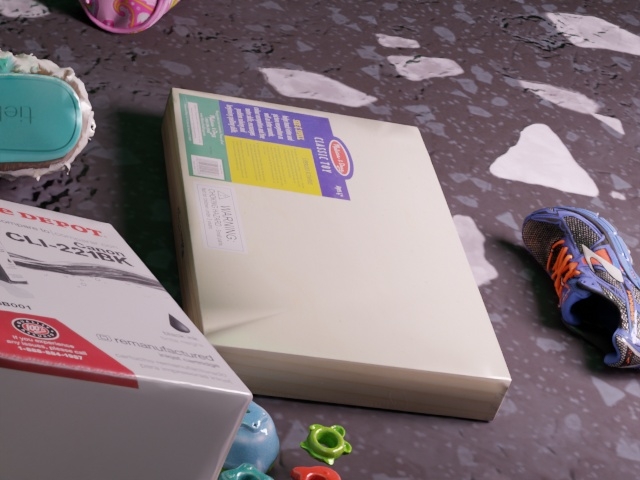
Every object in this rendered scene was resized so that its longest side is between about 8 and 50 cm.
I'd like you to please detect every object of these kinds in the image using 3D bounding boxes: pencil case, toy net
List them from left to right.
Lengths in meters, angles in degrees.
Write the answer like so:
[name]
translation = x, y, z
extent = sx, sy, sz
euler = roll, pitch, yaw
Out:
[pencil case]
translation = -0.191, -0.340, 1.750
extent = 0.124, 0.124, 0.284
euler = 20, 33, 2
[toy net]
translation = -0.060, 0.199, 1.093
extent = 0.122, 0.045, 0.232
euler = 23, 35, 4

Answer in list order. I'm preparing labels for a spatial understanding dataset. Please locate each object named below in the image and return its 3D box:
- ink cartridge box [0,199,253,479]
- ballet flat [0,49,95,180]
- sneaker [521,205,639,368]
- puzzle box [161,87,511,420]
[ink cartridge box]
translation = -0.202, 0.073, 1.060
extent = 0.197, 0.114, 0.273
euler = 13, 18, -36
[ballet flat]
translation = -0.408, -0.115, 1.331
extent = 0.409, 0.147, 0.147
euler = 6, 35, -23
[sneaker]
translation = 0.259, 0.042, 1.447
extent = 0.087, 0.083, 0.221
euler = -11, 41, -30
[puzzle box]
translation = 0.000, 0.000, 1.402
extent = 0.272, 0.052, 0.409
euler = 8, 34, -15
